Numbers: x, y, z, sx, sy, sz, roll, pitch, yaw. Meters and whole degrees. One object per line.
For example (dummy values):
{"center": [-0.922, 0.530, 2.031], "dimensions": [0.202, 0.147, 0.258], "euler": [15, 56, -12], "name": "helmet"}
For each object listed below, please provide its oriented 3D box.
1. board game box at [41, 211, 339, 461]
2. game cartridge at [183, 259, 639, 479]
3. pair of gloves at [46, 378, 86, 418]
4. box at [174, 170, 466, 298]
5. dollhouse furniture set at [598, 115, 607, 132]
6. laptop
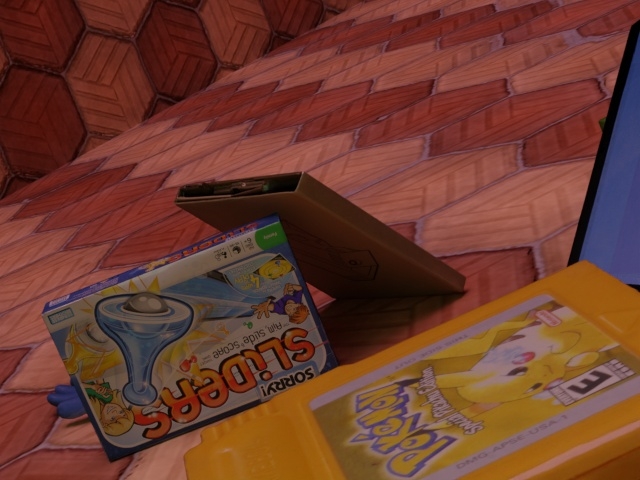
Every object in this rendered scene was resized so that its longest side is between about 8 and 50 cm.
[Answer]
{"center": [-0.101, 0.077, 1.081], "dimensions": [0.201, 0.136, 0.035], "euler": [-22, 15, 2], "name": "board game box"}
{"center": [0.074, 0.121, 0.844], "dimensions": [0.323, 0.053, 0.285], "euler": [-22, 14, -5], "name": "game cartridge"}
{"center": [-0.158, 0.113, 1.264], "dimensions": [0.159, 0.023, 0.198], "euler": [-12, 16, 38], "name": "pair of gloves"}
{"center": [0.000, 0.000, 1.149], "dimensions": [0.164, 0.201, 0.021], "euler": [-4, 62, 49], "name": "box"}
{"center": [0.314, -0.087, 1.227], "dimensions": [0.076, 0.059, 0.151], "euler": [-25, 15, -11], "name": "dollhouse furniture set"}
{"center": [0.243, -0.091, 0.944], "dimensions": [0.136, 0.234, 0.264], "euler": [12, -10, 21], "name": "laptop"}
